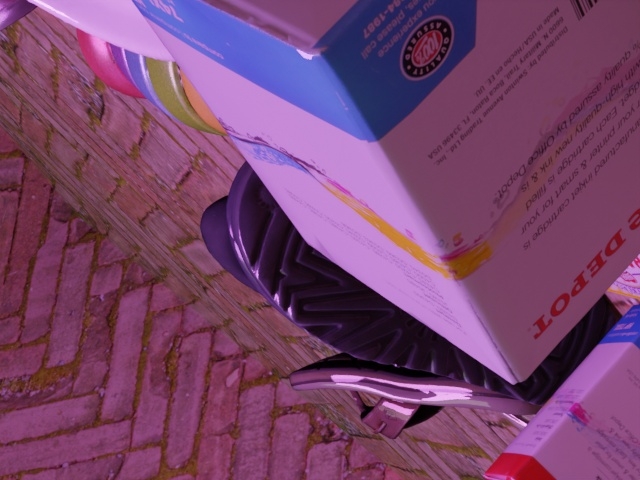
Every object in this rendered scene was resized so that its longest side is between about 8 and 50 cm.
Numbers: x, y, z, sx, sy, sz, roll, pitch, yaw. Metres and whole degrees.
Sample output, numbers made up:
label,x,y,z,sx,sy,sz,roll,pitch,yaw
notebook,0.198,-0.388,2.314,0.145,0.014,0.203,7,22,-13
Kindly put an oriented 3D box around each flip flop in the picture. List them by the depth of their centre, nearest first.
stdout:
label,x,y,z,sx,sy,sz,roll,pitch,yaw
flip flop,0.087,0.148,1.484,0.277,0.112,0.080,4,103,34

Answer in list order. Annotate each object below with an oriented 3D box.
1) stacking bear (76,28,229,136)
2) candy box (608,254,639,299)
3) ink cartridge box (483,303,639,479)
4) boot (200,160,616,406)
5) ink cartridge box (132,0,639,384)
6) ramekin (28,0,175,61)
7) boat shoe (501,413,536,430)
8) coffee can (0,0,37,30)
label,x,y,z,sx,sy,sz,roll,pitch,yaw
stacking bear,-0.040,-0.148,1.164,0.289,0.164,0.175,25,159,46
candy box,0.205,0.001,1.151,0.105,0.027,0.206,44,170,-20
ink cartridge box,0.221,0.172,1.194,0.134,0.231,0.078,45,169,-4
boot,0.001,0.001,1.425,0.367,0.146,0.445,30,178,-27
ink cartridge box,0.059,-0.104,0.826,0.197,0.198,0.270,33,164,43
ramekin,-0.160,-0.236,0.931,0.277,0.135,0.277,30,172,5
boat shoe,0.159,0.112,1.588,0.257,0.095,0.095,23,156,31
coffee can,-0.327,-0.334,1.345,0.275,0.201,0.201,50,168,-28
